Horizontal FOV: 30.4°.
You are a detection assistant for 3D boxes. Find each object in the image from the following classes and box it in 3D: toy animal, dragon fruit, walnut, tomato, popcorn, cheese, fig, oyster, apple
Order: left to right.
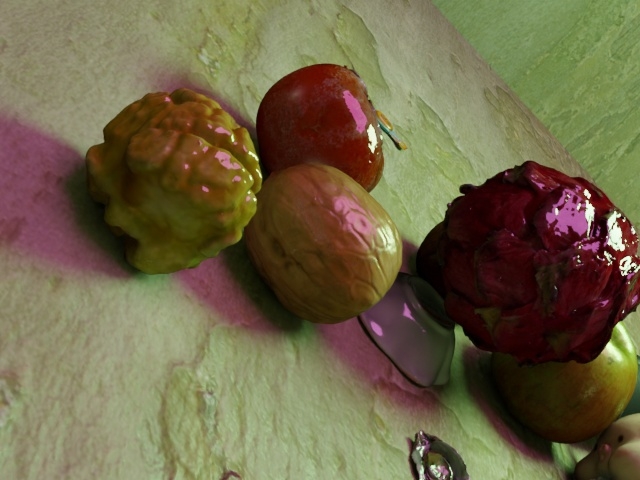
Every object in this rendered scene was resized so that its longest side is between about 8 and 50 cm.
[{"bbox_3d":[-0.163,-0.065,1.369,0.200,0.226,0.203,-63,144,-46],"label":"popcorn"},{"bbox_3d":[-0.003,-0.157,1.815,0.232,0.188,0.232,-13,90,-89],"label":"tomato"},{"bbox_3d":[0.000,0.000,1.559,0.221,0.195,0.195,52,22,3],"label":"walnut"},{"bbox_3d":[0.142,-0.231,2.445,0.111,0.017,0.047,51,24,-1],"label":"cheese"},{"bbox_3d":[0.153,0.315,1.587,0.098,0.037,0.100,33,42,6],"label":"oyster"},{"bbox_3d":[0.280,-0.003,2.027,0.191,0.290,0.190,17,36,-13],"label":"fig"},{"bbox_3d":[0.333,0.043,1.797,0.329,0.329,0.329,41,24,-22],"label":"dragon fruit"},{"bbox_3d":[0.418,0.211,1.985,0.246,0.226,0.246,35,25,-19],"label":"apple"},{"bbox_3d":[0.545,0.413,1.947,0.221,0.210,0.229,41,57,-4],"label":"toy animal"}]

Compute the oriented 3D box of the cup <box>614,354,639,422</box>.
[{"bbox_3d":[0.501,0.275,2.180,0.223,0.169,0.176,23,11,37],"label":"cup"}]

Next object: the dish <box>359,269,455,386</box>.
[{"bbox_3d":[0.148,0.115,1.817,0.229,0.081,0.229,42,23,-23],"label":"dish"}]
